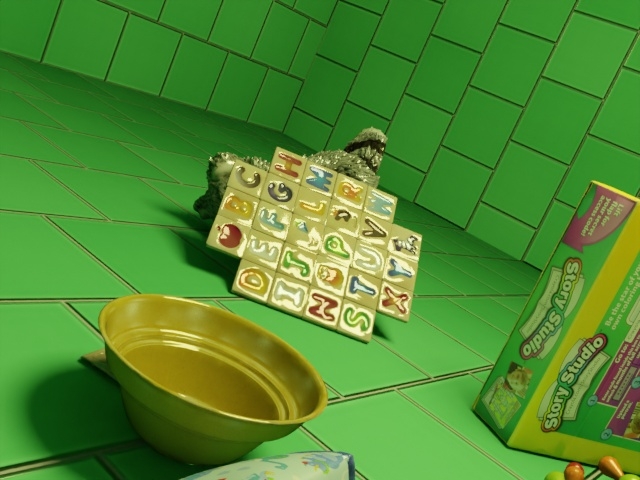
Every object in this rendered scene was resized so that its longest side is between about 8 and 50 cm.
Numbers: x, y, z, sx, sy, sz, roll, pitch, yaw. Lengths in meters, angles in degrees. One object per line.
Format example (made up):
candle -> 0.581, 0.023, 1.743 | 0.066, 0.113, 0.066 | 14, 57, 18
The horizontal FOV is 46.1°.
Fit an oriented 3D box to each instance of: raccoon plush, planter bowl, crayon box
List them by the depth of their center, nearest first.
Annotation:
planter bowl -> -0.109, 0.139, 0.684 | 0.217, 0.090, 0.217 | 23, 13, -6
crayon box -> 0.432, 0.139, 1.059 | 0.313, 0.363, 0.106 | 19, 13, -25
raccoon plush -> -0.056, -0.114, 1.461 | 0.299, 0.216, 0.446 | 22, 28, -2

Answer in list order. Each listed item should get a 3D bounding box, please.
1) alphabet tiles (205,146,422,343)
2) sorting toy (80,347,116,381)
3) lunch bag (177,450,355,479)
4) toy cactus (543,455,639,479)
alphabet tiles -> 0.000, 0.000, 1.204 | 0.342, 0.011, 0.285 | 22, 56, -11
sorting toy -> -0.195, 0.124, 0.767 | 0.062, 0.012, 0.083 | 24, 15, 21
lunch bag -> -0.067, 0.196, 0.506 | 0.151, 0.096, 0.128 | -8, -7, 33
toy cactus -> 0.280, 0.306, 0.754 | 0.180, 0.112, 0.219 | -5, 28, -27
